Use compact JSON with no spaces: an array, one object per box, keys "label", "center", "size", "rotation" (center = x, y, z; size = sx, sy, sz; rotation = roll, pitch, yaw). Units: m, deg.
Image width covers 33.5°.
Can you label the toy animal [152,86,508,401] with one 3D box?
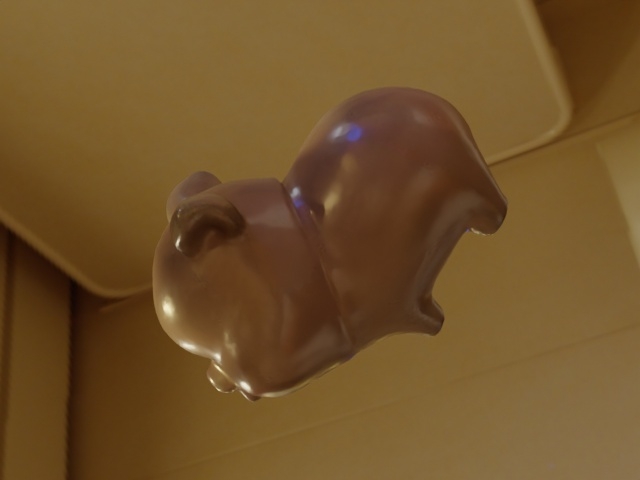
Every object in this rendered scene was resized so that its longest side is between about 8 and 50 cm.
[{"label":"toy animal","center":[0.000,0.000,0.954],"size":[0.269,0.326,0.237],"rotation":[28,-174,-10]}]
